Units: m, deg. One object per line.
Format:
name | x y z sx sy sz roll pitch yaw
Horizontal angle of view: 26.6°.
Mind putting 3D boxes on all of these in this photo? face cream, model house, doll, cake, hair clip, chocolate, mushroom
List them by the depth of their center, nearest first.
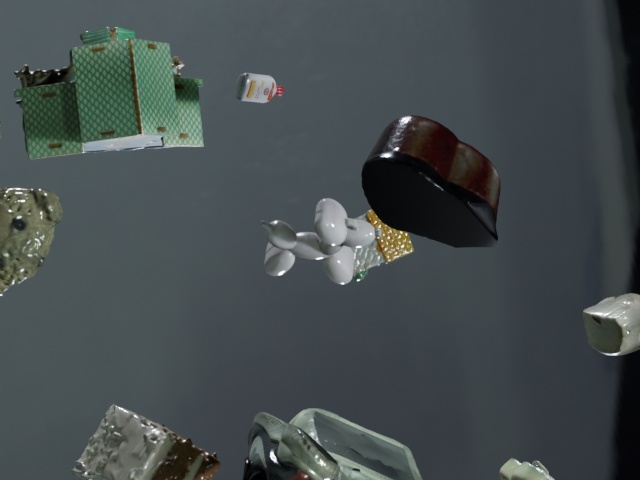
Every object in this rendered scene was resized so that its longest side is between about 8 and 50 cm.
chocolate | 0.111 -0.057 1.306 0.080 0.149 0.125 -64 -169 -24
doll | -0.394 -0.064 1.411 0.286 0.203 0.091 61 8 15
doll | 0.000 0.000 1.813 0.160 0.161 0.059 92 6 -61
hair clip | 0.333 0.359 1.825 0.218 0.071 0.159 21 -31 45
face cream | -0.082 -0.210 1.874 0.021 0.083 0.040 29 -71 36
model house | -0.281 -0.206 1.874 0.206 0.271 0.178 174 -87 -70
cake | -0.244 0.312 1.892 0.135 0.134 0.147 20 -20 38
model house | 0.078 0.000 1.983 0.101 0.100 0.087 -118 -177 -88
mushroom | 0.496 0.128 2.154 0.096 0.247 0.108 37 -63 33

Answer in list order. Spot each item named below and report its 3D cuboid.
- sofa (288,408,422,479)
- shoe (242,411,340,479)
sofa | 0.033 0.381 1.994 0.176 0.225 0.210 -62 -164 12
shoe | -0.062 0.301 1.794 0.099 0.112 0.227 45 -18 -15
